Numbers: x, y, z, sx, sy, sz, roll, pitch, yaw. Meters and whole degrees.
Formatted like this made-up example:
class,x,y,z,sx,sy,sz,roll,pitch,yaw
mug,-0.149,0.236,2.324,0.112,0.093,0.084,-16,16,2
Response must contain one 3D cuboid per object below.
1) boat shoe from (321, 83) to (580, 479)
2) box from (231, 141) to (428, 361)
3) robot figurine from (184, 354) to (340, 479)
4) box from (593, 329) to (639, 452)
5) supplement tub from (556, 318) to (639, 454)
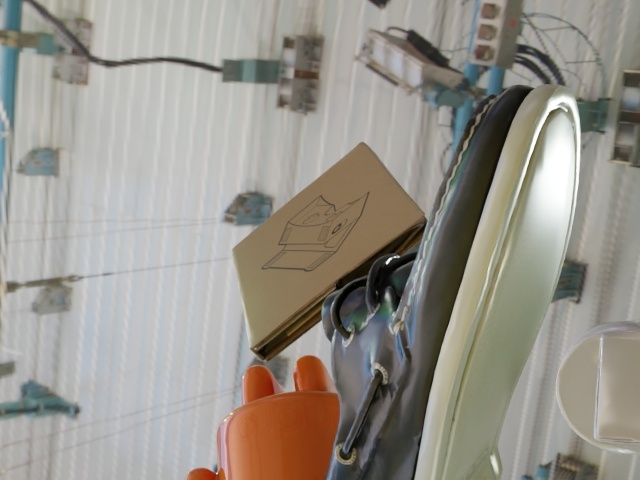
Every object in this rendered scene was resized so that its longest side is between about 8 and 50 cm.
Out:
class,x,y,z,sx,sy,sz,roll,pitch,yaw
boat shoe,0.051,0.067,0.521,0.113,0.127,0.340,24,-54,28
box,0.000,0.000,0.784,0.164,0.201,0.021,-39,-68,6
robot figurine,-0.014,0.200,0.705,0.128,0.158,0.220,-50,-141,47
box,0.361,0.150,0.811,0.113,0.275,0.094,-10,-114,49
supplement tub,0.353,0.162,1.064,0.144,0.199,0.145,-2,-94,29
